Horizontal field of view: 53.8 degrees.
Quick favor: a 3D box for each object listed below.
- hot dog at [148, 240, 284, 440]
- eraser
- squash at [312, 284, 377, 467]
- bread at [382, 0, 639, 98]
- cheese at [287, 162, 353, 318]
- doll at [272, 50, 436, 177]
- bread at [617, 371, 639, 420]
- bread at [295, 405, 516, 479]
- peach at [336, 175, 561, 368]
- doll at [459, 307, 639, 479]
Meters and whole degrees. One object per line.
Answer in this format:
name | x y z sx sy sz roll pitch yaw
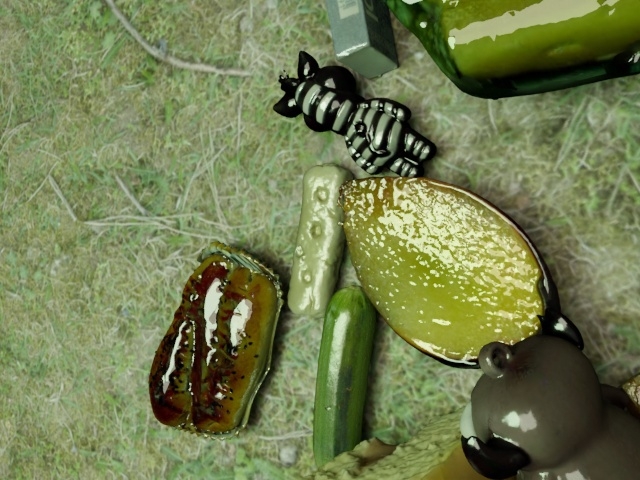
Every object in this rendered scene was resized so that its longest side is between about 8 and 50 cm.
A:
hot dog | -0.139 0.136 0.830 0.163 0.082 0.270 22 97 25
eraser | 0.039 -0.307 0.744 0.046 0.092 0.212 -13 82 27
squash | 0.027 0.166 0.751 0.066 0.066 0.228 7 93 28
bread | 0.254 -0.269 0.563 0.377 0.208 0.251 -11 96 28
cheese | 0.000 0.000 0.784 0.065 0.043 0.194 8 90 23
doll | 0.039 -0.147 0.754 0.219 0.067 0.091 36 119 17
bread | 0.328 0.167 0.609 0.047 0.036 0.083 -36 74 18
bread | 0.100 0.304 0.631 0.184 0.224 0.211 -17 88 32
peach | 0.134 0.024 0.698 0.279 0.068 0.189 45 116 18
doll | 0.231 0.189 0.575 0.257 0.182 0.117 44 146 -2
